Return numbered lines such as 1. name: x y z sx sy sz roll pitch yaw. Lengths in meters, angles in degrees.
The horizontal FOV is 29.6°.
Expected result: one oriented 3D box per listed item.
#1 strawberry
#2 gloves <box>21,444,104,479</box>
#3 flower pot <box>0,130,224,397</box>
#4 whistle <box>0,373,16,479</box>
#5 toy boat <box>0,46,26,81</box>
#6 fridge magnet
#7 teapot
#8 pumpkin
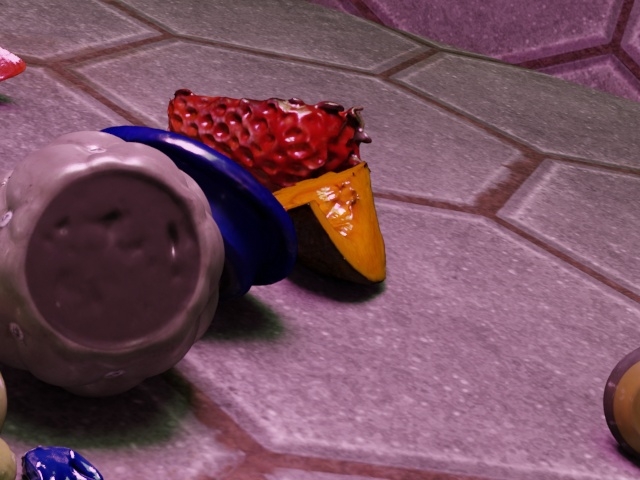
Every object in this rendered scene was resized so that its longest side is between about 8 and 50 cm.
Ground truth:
1. strawberry: -0.068 -0.131 1.730 0.280 0.150 0.253 3 3 -20
2. gloves: -0.203 0.194 0.979 0.064 0.026 0.086 -1 25 -38
3. flower pot: -0.210 0.022 1.120 0.246 0.246 0.195 5 -6 -21
4. whistle: -0.295 0.154 0.875 0.141 0.141 0.294 7 22 -18
5. toy boat: -0.634 -0.266 1.766 0.392 0.136 0.079 3 -8 -26
6. fridge magnet: -0.150 -0.025 1.317 0.265 0.265 0.112 19 62 12
7. teapot: 0.373 0.181 1.268 0.165 0.130 0.119 50 11 5
8. pumpkin: 0.000 0.000 1.537 0.130 0.149 0.254 -22 8 21
